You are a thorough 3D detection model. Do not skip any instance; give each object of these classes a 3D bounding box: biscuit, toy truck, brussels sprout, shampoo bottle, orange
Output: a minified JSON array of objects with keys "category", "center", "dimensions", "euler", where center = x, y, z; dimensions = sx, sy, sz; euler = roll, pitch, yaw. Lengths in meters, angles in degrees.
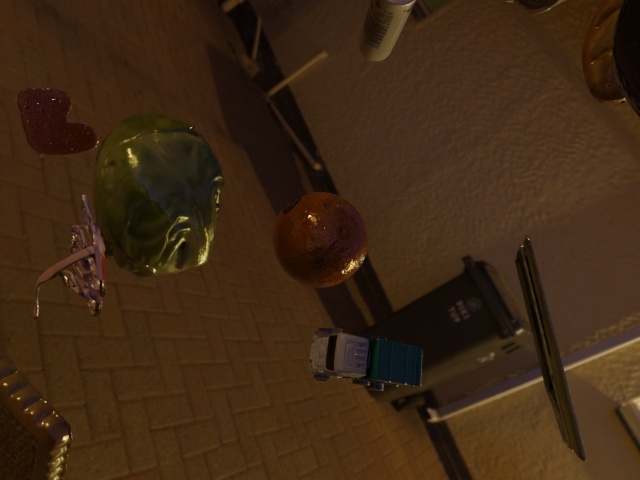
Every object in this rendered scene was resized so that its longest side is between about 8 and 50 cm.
[{"category":"biscuit","center":[-0.743,-0.338,1.362],"dimensions":[0.036,0.186,0.192],"euler":[37,-46,54]},{"category":"toy truck","center":[0.102,0.245,0.977],"dimensions":[0.254,0.124,0.114],"euler":[20,68,-37]},{"category":"brussels sprout","center":[-0.321,-0.090,0.943],"dimensions":[0.328,0.247,0.327],"euler":[171,-90,-69]},{"category":"biscuit","center":[-0.319,0.199,0.468],"dimensions":[0.172,0.254,0.029],"euler":[38,34,14]},{"category":"shampoo bottle","center":[0.147,-0.502,1.113],"dimensions":[0.092,0.092,0.303],"euler":[60,-6,3]},{"category":"orange","center":[0.000,0.000,0.946],"dimensions":[0.206,0.206,0.206],"euler":[50,20,-26]},{"category":"biscuit","center":[0.755,-0.500,1.226],"dimensions":[0.045,0.154,0.298],"euler":[5,84,-49]}]

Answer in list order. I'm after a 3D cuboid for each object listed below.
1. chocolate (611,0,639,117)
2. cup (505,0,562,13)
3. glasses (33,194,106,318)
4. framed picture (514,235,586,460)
[{"category":"chocolate","center":[0.578,-0.292,0.634],"dimensions":[0.384,0.332,0.383],"euler":[165,-90,-80]},{"category":"cup","center":[0.530,-0.608,0.949],"dimensions":[0.290,0.258,0.219],"euler":[43,-21,57]},{"category":"glasses","center":[-0.403,0.031,0.768],"dimensions":[0.095,0.255,0.162],"euler":[1,66,-34]},{"category":"framed picture","center":[0.283,0.119,0.620],"dimensions":[0.296,0.019,0.232],"euler":[15,63,-68]}]
